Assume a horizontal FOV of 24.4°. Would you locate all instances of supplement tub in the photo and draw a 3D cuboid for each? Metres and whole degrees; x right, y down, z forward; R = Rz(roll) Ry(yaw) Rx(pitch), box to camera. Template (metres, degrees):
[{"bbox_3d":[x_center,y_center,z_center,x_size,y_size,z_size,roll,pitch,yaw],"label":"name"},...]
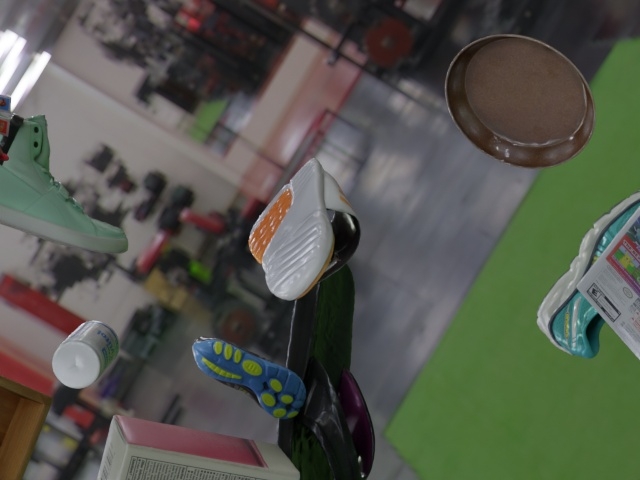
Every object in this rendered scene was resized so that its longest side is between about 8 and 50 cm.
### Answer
[{"bbox_3d":[-0.324,0.157,2.047,0.071,0.071,0.107,-57,2,14],"label":"supplement tub"}]

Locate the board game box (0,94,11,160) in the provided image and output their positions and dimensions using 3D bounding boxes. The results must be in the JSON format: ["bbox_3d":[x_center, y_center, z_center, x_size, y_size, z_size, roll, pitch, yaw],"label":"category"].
[{"bbox_3d":[-0.280,-0.050,1.164,0.133,0.033,0.169,-51,-24,-55],"label":"board game box"}]

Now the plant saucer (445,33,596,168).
[{"bbox_3d":[0.217,-0.153,1.583,0.168,0.168,0.029,-50,3,47],"label":"plant saucer"}]

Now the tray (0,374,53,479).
[{"bbox_3d":[-0.567,0.239,2.002,0.076,0.411,0.203,8,72,43],"label":"tray"}]

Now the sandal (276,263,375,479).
[{"bbox_3d":[0.016,0.243,2.112,0.167,0.107,0.446,18,-105,-63],"label":"sandal"}]

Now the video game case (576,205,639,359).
[{"bbox_3d":[0.411,0.079,1.755,0.023,0.201,0.183,-28,-20,-31],"label":"video game case"}]

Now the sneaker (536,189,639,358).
[{"bbox_3d":[0.433,0.049,2.172,0.107,0.110,0.275,12,-68,-52],"label":"sneaker"}]

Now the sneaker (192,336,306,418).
[{"bbox_3d":[-0.095,0.179,1.999,0.067,0.188,0.078,-57,26,1],"label":"sneaker"}]

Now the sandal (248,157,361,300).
[{"bbox_3d":[-0.007,0.008,1.371,0.102,0.076,0.265,-48,17,13],"label":"sandal"}]

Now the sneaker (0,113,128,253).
[{"bbox_3d":[-0.339,-0.077,1.889,0.094,0.256,0.151,6,76,56],"label":"sneaker"}]

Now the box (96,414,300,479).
[{"bbox_3d":[-0.164,0.327,1.890,0.127,0.232,0.149,-144,69,-70],"label":"box"}]
